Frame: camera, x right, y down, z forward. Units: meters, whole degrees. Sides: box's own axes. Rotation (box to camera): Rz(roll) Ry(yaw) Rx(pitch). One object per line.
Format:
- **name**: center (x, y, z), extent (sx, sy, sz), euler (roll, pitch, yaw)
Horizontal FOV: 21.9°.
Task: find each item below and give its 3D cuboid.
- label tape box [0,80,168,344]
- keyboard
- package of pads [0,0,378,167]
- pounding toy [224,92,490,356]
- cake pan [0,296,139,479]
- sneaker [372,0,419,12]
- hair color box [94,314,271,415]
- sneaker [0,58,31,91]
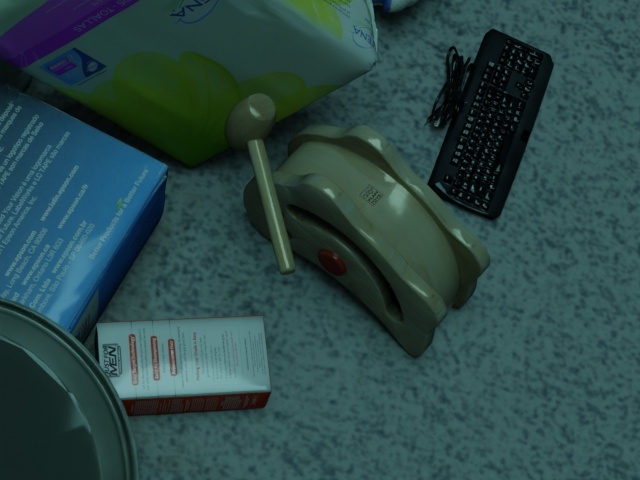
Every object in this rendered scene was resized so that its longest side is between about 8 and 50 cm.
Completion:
- **label tape box**: center (-0.329, -0.023, 1.369), extent (0.334, 0.106, 0.240), euler (27, 65, 4)
- **keyboard**: center (0.151, -0.119, 1.536), extent (0.100, 0.038, 0.192), euler (21, 62, 1)
- **package of pads**: center (-0.119, -0.191, 1.345), extent (0.296, 0.229, 0.101), euler (29, 45, -46)
- **pounding toy**: center (0.000, 0.000, 1.403), extent (0.269, 0.154, 0.155), euler (47, 65, -8)
- **cake pan**: center (-0.285, 0.183, 1.241), extent (0.293, 0.054, 0.293), euler (0, 88, 3)
- **sneaker**: center (-0.014, -0.342, 1.560), extent (0.323, 0.130, 0.236), euler (28, 59, -2)
- **hair color box**: center (-0.116, 0.104, 1.380), extent (0.141, 0.043, 0.072), euler (-1, 65, -11)
- **sneaker**: center (-0.325, -0.287, 1.462), extent (0.108, 0.169, 0.292), euler (-21, 69, -16)
